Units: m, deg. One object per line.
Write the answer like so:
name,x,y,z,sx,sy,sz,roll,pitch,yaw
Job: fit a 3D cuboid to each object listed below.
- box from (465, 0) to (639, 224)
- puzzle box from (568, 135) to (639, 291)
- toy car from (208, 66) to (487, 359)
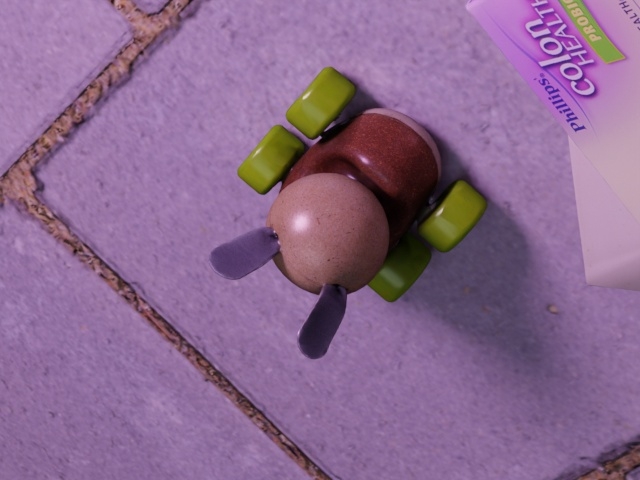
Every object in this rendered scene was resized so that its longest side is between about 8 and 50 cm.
box,0.247,-0.125,0.920,0.243,0.117,0.213,-29,108,42
puzzle box,0.276,-0.131,1.018,0.272,0.052,0.408,8,129,27
toy car,0.000,0.000,1.197,0.155,0.188,0.149,40,136,-4
